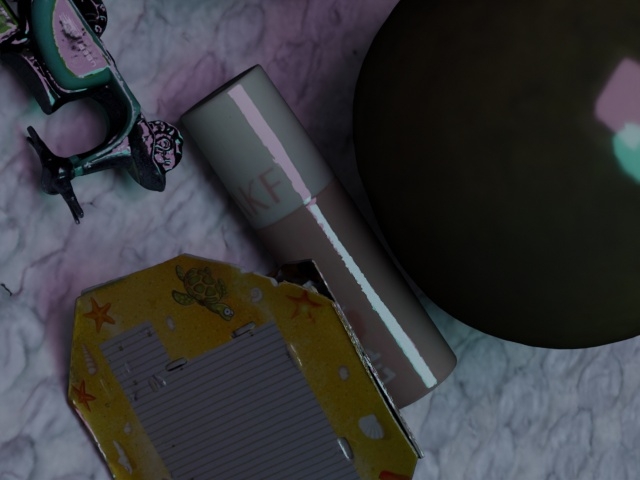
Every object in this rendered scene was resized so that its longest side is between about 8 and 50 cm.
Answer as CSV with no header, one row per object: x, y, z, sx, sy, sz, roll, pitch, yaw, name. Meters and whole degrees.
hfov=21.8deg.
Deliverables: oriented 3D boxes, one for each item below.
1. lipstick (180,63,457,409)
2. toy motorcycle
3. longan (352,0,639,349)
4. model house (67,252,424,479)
0.000,0.000,1.172,0.070,0.070,0.254,-40,101,-32,lipstick
-0.165,-0.096,1.100,0.100,0.058,0.173,-37,98,-26,toy motorcycle
0.172,-0.077,1.169,0.319,0.319,0.319,8,75,-31,longan
-0.039,0.090,1.107,0.219,0.207,0.136,60,24,-3,model house
